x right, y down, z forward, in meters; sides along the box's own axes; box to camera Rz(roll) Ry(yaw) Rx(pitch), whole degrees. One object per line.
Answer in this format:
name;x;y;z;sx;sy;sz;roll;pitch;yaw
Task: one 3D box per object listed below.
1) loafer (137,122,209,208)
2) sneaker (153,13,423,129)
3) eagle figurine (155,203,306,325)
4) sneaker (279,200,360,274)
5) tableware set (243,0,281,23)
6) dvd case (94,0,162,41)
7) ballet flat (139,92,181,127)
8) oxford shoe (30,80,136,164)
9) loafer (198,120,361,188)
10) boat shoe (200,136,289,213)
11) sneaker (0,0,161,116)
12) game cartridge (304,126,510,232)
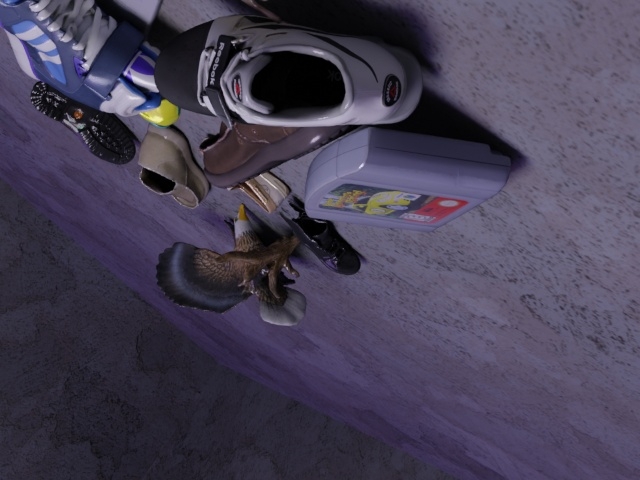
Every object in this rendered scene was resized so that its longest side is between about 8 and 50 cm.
loafer;-0.280;-0.122;1.887;0.102;0.092;0.268;28;163;19
sneaker;-0.069;-0.182;1.106;0.330;0.123;0.146;6;-167;31
eagle figurine;-0.149;0.043;1.965;0.226;0.225;0.298;30;156;-24
sneaker;0.002;-0.002;1.757;0.170;0.051;0.089;38;169;-1
tableware set;-0.114;-0.315;1.067;0.194;0.039;0.128;37;171;24
dvd case;-0.305;-0.348;1.410;0.180;0.022;0.253;36;164;-9
ballet flat;-0.317;-0.262;1.620;0.231;0.077;0.077;31;143;2
oxford shoe;-0.445;-0.231;1.958;0.227;0.083;0.096;41;-178;-22
loafer;-0.060;-0.165;1.324;0.366;0.133;0.130;-16;101;58
boat shoe;-0.134;-0.107;1.706;0.170;0.059;0.063;33;164;2
sneaker;-0.305;-0.283;1.365;0.236;0.130;0.323;22;157;10
game cartridge;0.085;-0.067;1.256;0.196;0.060;0.294;11;167;-10
